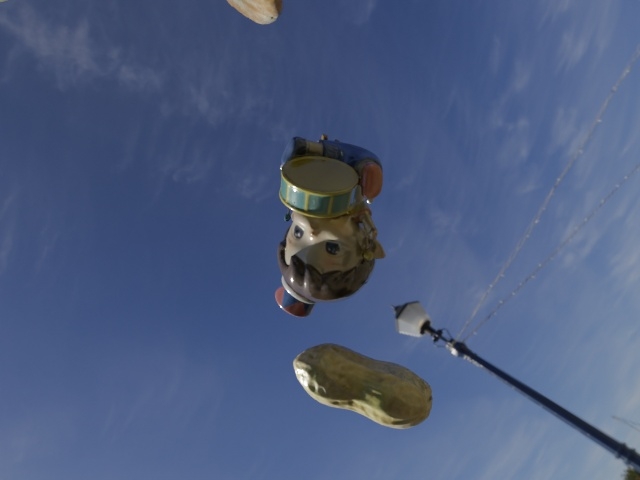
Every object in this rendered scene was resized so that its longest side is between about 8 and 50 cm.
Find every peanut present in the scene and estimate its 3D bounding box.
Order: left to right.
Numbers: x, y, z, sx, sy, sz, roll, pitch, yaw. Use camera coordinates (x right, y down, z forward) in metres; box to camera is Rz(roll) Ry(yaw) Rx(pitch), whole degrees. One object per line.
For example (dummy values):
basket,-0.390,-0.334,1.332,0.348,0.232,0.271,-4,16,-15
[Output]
peanut,0.062,0.211,0.674,0.214,0.098,0.090,18,-84,-1

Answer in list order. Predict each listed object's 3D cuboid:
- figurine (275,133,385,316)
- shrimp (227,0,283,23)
figurine,0.006,-0.004,0.650,0.158,0.161,0.275,-35,-40,-42
shrimp,-0.176,-0.412,0.640,0.077,0.317,0.168,-49,-5,-9
